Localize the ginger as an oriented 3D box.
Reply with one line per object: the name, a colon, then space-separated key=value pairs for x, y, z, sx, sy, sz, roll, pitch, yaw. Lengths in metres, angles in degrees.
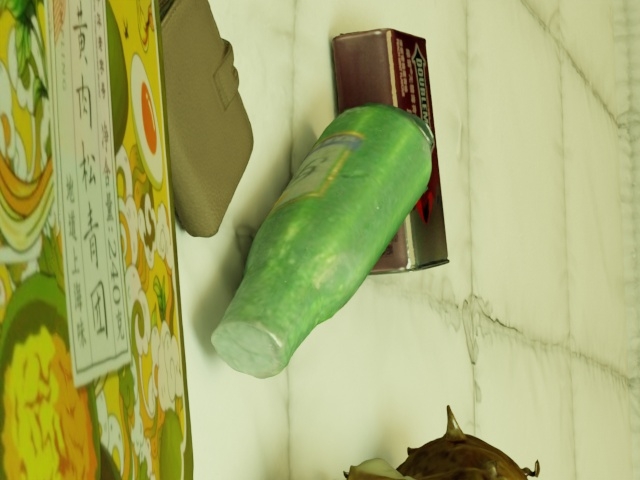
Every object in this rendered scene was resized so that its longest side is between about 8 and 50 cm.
ginger: x=0.089 y=0.250 z=0.970 sx=0.418 sy=0.176 sz=0.254 roll=47 pitch=41 yaw=-61

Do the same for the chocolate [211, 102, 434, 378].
chocolate: x=0.000 y=0.000 z=0.915 sx=0.291 sy=0.110 sz=0.110 roll=-56 pitch=135 yaw=-51

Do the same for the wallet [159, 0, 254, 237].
wallet: x=-0.089 y=-0.091 z=0.802 sx=0.118 sy=0.038 sz=0.153 roll=-65 pitch=146 yaw=-44

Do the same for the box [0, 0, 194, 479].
box: x=-0.146 y=-0.050 z=0.413 sx=0.373 sy=0.138 sz=0.420 roll=10 pitch=76 yaw=-87

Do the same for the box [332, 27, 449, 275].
box: x=0.067 y=-0.082 z=1.109 sx=0.120 sy=0.069 sz=0.224 roll=-5 pitch=89 yaw=-65
